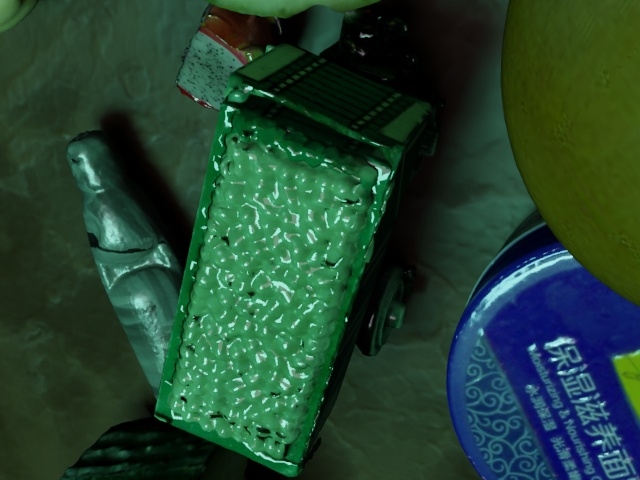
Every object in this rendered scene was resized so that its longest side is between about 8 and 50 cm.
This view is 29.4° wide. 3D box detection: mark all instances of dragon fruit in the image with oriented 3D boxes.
[{"bbox_3d":[-0.047,-0.114,0.727,0.056,0.060,0.083,29,151,0],"label":"dragon fruit"}]

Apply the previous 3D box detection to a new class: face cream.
[{"bbox_3d":[0.181,0.069,0.688,0.206,0.111,0.206,10,119,18],"label":"face cream"}]

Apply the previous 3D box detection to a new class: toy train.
[{"bbox_3d":[0.000,0.000,0.707,0.115,0.154,0.269,22,123,9],"label":"toy train"}]

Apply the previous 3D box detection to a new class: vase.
[{"bbox_3d":[-0.118,0.022,0.828,0.060,0.060,0.211,-10,111,28],"label":"vase"}]

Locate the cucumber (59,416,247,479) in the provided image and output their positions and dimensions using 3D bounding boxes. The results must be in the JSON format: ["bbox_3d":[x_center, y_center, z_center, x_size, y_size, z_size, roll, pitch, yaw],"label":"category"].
[{"bbox_3d":[-0.093,0.226,0.859,0.130,0.191,0.191,-6,113,36],"label":"cucumber"}]

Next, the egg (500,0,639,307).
[{"bbox_3d":[0.232,-0.097,0.472,0.351,0.282,0.282,-35,99,32],"label":"egg"}]

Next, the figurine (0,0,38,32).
[{"bbox_3d":[-0.201,-0.218,0.727,0.114,0.108,0.196,28,107,-3],"label":"figurine"}]

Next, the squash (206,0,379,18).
[{"bbox_3d":[-0.004,-0.216,0.602,0.219,0.041,0.219,-6,129,-8],"label":"squash"}]
